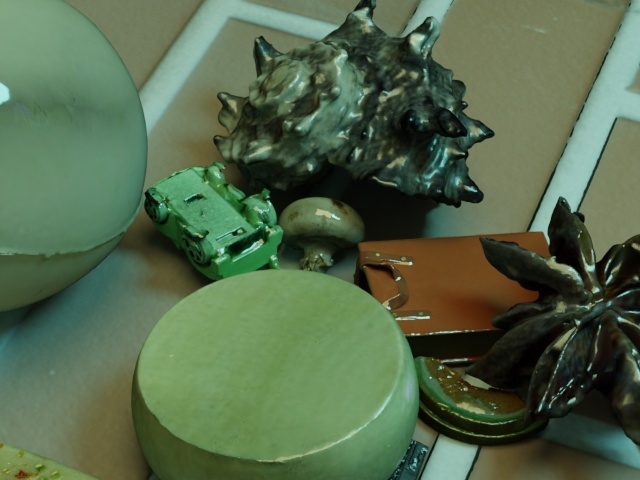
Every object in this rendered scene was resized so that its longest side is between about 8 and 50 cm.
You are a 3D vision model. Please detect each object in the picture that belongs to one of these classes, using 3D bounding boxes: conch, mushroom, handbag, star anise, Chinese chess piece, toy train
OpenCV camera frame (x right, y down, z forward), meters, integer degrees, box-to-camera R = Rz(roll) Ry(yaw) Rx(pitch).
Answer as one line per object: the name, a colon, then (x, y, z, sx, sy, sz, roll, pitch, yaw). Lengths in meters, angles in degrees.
conch: (0.025, -0.120, 1.933, 0.313, 0.186, 0.240, 28, 44, 30)
mushroom: (0.000, 0.000, 1.903, 0.085, 0.085, 0.079, 4, 73, 1)
handbag: (0.132, 0.054, 1.857, 0.190, 0.063, 0.127, -3, 45, -11)
star anise: (0.240, 0.077, 1.753, 0.212, 0.129, 0.283, -8, 56, -15)
Chinese chess piece: (-0.039, 0.136, 1.719, 0.250, 0.101, 0.250, -2, 41, 2)
toy train: (-0.101, -0.009, 1.900, 0.099, 0.081, 0.149, -29, 47, -29)

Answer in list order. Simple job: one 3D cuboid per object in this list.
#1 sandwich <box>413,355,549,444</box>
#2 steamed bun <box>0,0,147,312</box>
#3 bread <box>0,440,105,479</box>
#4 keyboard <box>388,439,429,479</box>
sandwich: (0.138, 0.149, 1.779, 0.135, 0.029, 0.067, 15, 46, 12)
steamed bun: (-0.335, -0.090, 1.784, 0.374, 0.334, 0.334, 2, 34, -47)
bread: (-0.251, 0.212, 1.693, 0.153, 0.028, 0.068, 19, 48, 18)
keyboard: (0.032, 0.233, 1.697, 0.074, 0.015, 0.196, 16, 46, 12)
